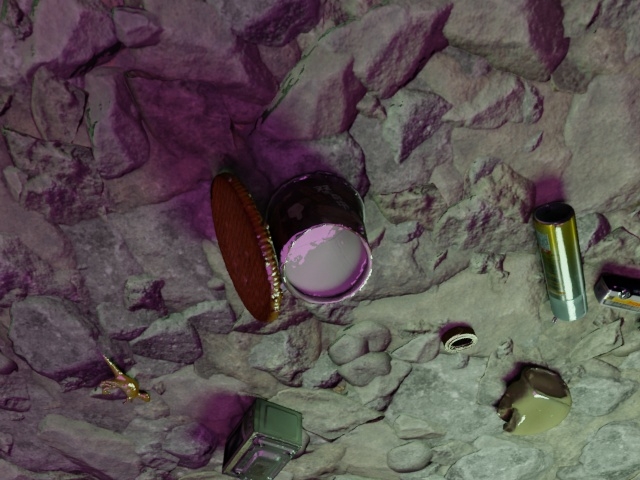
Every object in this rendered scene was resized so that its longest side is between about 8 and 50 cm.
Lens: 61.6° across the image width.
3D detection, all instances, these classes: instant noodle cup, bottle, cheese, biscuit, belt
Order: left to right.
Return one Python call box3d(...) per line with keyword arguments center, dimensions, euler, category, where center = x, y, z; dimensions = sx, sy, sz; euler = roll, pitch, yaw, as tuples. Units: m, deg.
box3d(center=(-0.143, 0.015, 1.033), dimensions=(0.038, 0.305, 0.305), euler=(-19, 125, -23), category="biscuit")
box3d(center=(0.000, 0.000, 1.050), dimensions=(0.218, 0.207, 0.217), euler=(-3, 117, -5), category="instant noodle cup")
box3d(center=(0.344, 0.245, 1.328), dimensions=(0.084, 0.036, 0.059), euler=(-18, 120, 7), category="belt")
box3d(center=(0.562, 0.439, 1.425), dimensions=(0.176, 0.091, 0.202), euler=(23, 118, -13), category="cheese")
box3d(center=(0.534, 0.054, 1.186), dimensions=(0.082, 0.082, 0.286), euler=(-18, 121, 9), category="bottle")

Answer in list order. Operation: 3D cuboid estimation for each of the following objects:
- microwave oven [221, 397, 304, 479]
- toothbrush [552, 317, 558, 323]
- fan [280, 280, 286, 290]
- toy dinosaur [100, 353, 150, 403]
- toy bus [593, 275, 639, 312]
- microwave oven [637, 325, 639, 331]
box3d(center=(-0.157, 0.556, 1.455), dimensions=(0.163, 0.129, 0.204), euler=(25, 119, -15), category="microwave oven")
box3d(center=(0.591, 0.164, 1.300), dimensions=(0.006, 0.008, 0.096), euler=(8, 122, -23), category="toothbrush")
box3d(center=(-0.060, 0.080, 1.222), dimensions=(0.282, 0.023, 0.057), euler=(-32, 119, 16), category="fan")
box3d(center=(-0.498, 0.360, 1.379), dimensions=(0.127, 0.039, 0.161), euler=(6, 117, -17), category="toy dinosaur")
box3d(center=(0.730, 0.130, 1.256), dimensions=(0.172, 0.057, 0.072), euler=(11, 130, -9), category="toy bus")
box3d(center=(0.910, 0.195, 1.249), dimensions=(0.194, 0.145, 0.240), euler=(29, 117, -17), category="microwave oven")
